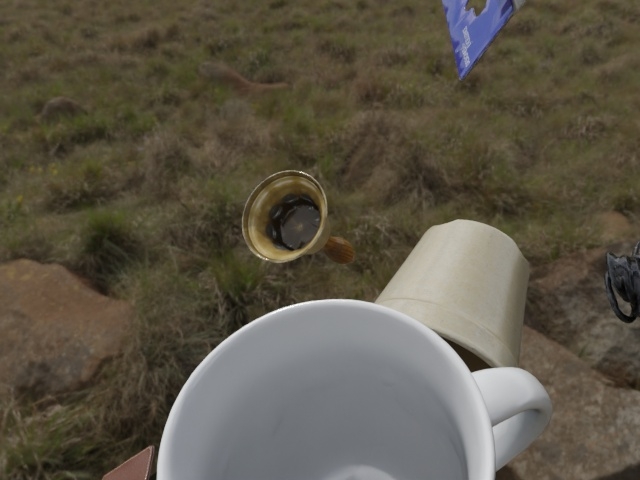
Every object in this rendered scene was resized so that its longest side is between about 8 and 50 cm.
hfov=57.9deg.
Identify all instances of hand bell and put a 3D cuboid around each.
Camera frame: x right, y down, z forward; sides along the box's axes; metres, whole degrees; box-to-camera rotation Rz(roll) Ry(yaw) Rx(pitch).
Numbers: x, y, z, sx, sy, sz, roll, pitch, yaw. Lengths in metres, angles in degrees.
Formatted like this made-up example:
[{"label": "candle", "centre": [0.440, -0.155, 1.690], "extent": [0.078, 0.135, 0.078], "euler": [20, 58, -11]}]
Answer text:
[{"label": "hand bell", "centre": [0.000, 0.000, 0.855], "extent": [0.126, 0.126, 0.242], "euler": [13, -10, 28]}]

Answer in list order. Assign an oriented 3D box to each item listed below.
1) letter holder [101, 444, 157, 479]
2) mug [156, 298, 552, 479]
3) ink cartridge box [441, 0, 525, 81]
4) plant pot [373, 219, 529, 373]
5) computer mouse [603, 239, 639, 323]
[{"label": "letter holder", "centre": [-0.355, 0.591, 1.130], "extent": [0.214, 0.152, 0.302], "euler": [-40, 28, 29]}, {"label": "mug", "centre": [0.069, 0.244, 0.593], "extent": [0.374, 0.328, 0.276], "euler": [-23, 50, -8]}, {"label": "ink cartridge box", "centre": [0.169, -0.294, 0.349], "extent": [0.069, 0.371, 0.176], "euler": [22, 41, -14]}, {"label": "plant pot", "centre": [0.239, 0.141, 1.063], "extent": [0.333, 0.334, 0.305], "euler": [12, 48, 26]}, {"label": "computer mouse", "centre": [0.317, 0.109, 0.417], "extent": [0.272, 0.072, 0.188], "euler": [46, 32, 24]}]
